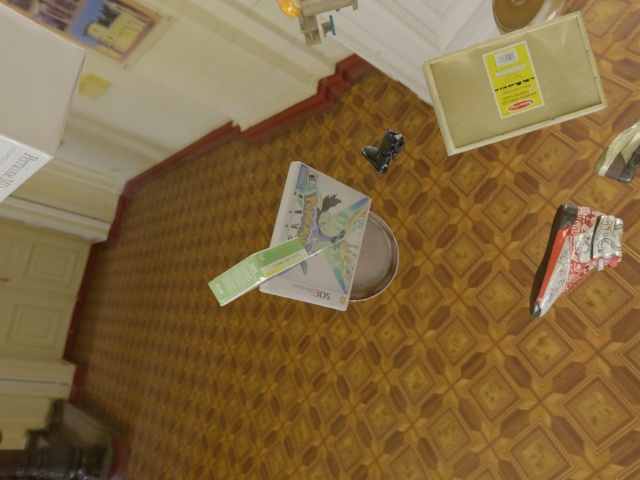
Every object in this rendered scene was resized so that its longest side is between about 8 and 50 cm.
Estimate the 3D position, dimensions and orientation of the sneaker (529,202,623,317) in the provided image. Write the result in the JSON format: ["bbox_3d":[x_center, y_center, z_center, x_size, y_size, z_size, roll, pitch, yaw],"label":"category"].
[{"bbox_3d":[0.568,0.063,1.078,0.144,0.090,0.270,15,102,11],"label":"sneaker"}]

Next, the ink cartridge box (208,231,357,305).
[{"bbox_3d":[-0.067,0.030,0.893,0.235,0.171,0.056,-31,87,27],"label":"ink cartridge box"}]

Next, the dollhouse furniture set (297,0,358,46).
[{"bbox_3d":[0.007,-0.534,1.057,0.129,0.183,0.129,-11,89,6],"label":"dollhouse furniture set"}]

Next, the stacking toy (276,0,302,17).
[{"bbox_3d":[-0.101,-0.560,0.909,0.165,0.175,0.302,-22,90,18],"label":"stacking toy"}]

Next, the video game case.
[{"bbox_3d":[0.000,0.000,1.277,0.036,0.300,0.329,6,80,45],"label":"video game case"}]

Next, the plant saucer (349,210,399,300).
[{"bbox_3d":[0.095,0.039,1.534,0.310,0.050,0.311,5,106,17],"label":"plant saucer"}]

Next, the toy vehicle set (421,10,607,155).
[{"bbox_3d":[0.326,-0.263,0.829,0.266,0.035,0.166,-16,92,5],"label":"toy vehicle set"}]

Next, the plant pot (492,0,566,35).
[{"bbox_3d":[0.435,-0.541,1.032,0.236,0.032,0.236,178,90,-72],"label":"plant pot"}]

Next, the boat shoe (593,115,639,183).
[{"bbox_3d":[0.572,-0.176,0.848,0.223,0.080,0.073,-40,63,-12],"label":"boat shoe"}]

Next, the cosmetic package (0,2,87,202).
[{"bbox_3d":[-0.457,-0.188,0.468,0.197,0.365,0.155,-18,58,41],"label":"cosmetic package"}]

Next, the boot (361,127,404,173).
[{"bbox_3d":[0.155,-0.234,1.217,0.099,0.045,0.121,-65,36,30],"label":"boot"}]
